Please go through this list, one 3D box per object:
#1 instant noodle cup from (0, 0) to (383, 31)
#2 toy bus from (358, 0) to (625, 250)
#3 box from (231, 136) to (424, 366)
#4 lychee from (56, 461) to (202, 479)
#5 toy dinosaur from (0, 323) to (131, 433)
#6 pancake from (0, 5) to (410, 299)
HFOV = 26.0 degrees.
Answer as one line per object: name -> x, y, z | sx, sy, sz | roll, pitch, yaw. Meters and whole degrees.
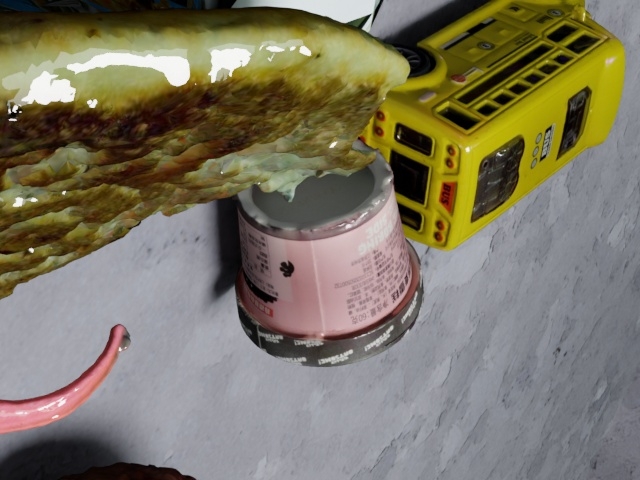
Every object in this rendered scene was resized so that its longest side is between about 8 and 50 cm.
instant noodle cup -> -0.068, -0.194, 0.735 | 0.240, 0.178, 0.240 | -40, 146, -34
toy bus -> 0.158, -0.121, 1.225 | 0.331, 0.151, 0.145 | -34, 140, -41
box -> 0.000, 0.000, 1.076 | 0.151, 0.151, 0.135 | -43, 140, -32
lychee -> -0.139, 0.285, 0.989 | 0.260, 0.261, 0.260 | -41, 146, -35
toy dinosaur -> -0.243, 0.112, 0.738 | 0.286, 0.070, 0.139 | -9, 149, -42
pancake -> -0.164, -0.026, 0.656 | 0.427, 0.066, 0.305 | -22, 165, 2
